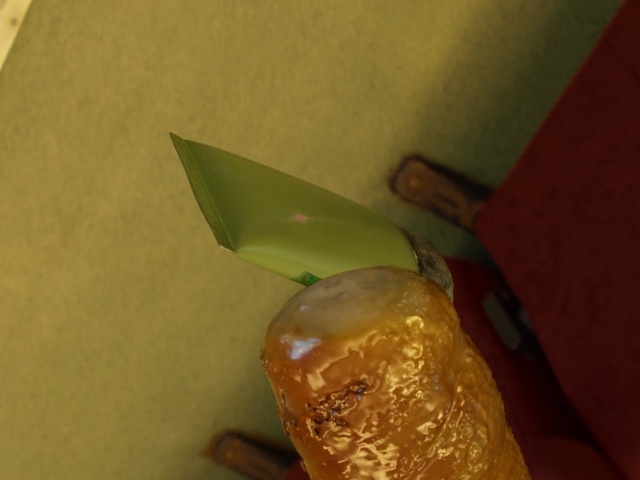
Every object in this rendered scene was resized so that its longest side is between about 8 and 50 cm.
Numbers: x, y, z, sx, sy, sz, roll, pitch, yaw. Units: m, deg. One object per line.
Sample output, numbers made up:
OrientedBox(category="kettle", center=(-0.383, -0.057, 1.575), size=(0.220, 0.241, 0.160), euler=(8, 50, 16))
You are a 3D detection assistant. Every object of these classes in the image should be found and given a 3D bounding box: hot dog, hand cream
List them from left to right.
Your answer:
OrientedBox(category="hand cream", center=(0.000, 0.000, 0.693), size=(0.175, 0.095, 0.046), euler=(19, 120, -37))
OrientedBox(category="hot dog", center=(0.058, 0.125, 0.513), size=(0.088, 0.061, 0.286), euler=(-31, 127, 1))
